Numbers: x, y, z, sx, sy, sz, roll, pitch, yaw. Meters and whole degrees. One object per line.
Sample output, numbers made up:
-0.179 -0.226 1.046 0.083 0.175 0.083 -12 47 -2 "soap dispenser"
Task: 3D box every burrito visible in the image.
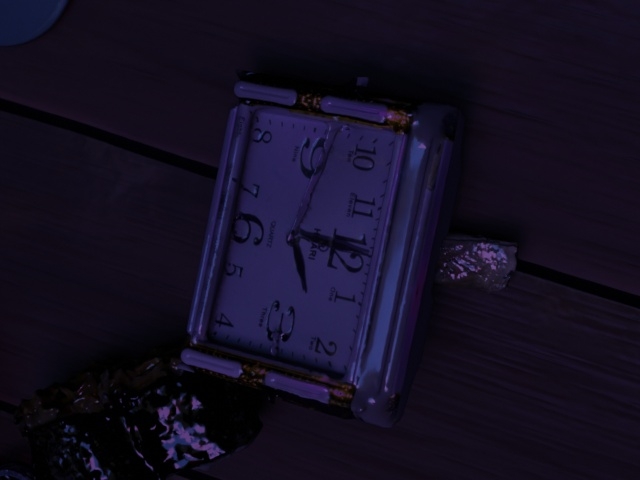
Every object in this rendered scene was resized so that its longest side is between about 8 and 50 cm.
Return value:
0.073 0.013 0.888 0.171 0.042 0.051 3 116 17 "burrito"

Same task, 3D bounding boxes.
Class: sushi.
-0.162 0.154 0.940 0.212 0.147 0.115 -20 98 22 "sushi"

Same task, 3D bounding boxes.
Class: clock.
0.000 0.000 0.850 0.186 0.083 0.253 13 93 21 "clock"

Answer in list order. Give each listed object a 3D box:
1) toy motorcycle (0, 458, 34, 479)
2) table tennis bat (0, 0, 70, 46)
-0.340 0.262 1.061 0.205 0.076 0.114 -5 106 21 "toy motorcycle"
-0.250 -0.271 0.902 0.153 0.040 0.244 34 116 3 "table tennis bat"
